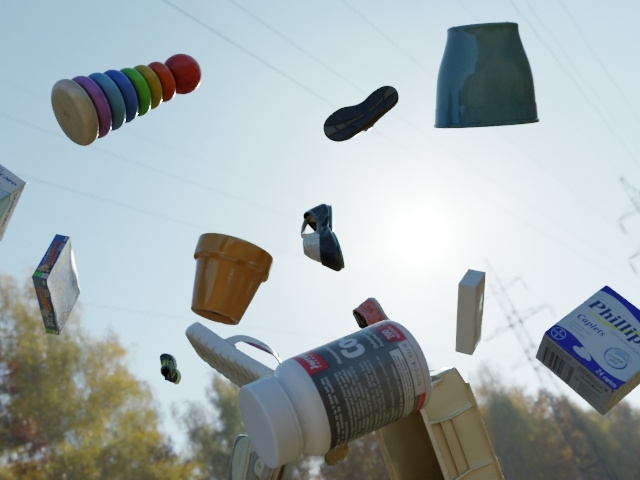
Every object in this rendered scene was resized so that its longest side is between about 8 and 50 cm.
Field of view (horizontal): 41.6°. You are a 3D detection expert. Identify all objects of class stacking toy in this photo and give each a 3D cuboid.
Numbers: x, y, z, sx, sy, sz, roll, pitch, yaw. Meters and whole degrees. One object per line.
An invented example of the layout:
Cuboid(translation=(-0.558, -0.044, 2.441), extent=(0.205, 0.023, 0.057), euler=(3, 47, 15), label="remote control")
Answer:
Cuboid(translation=(-0.393, -0.320, 1.783), extent=(0.330, 0.141, 0.141), euler=(-32, -18, -36), label="stacking toy")

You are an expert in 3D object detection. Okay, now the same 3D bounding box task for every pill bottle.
Cuboid(translation=(0.023, 0.247, 1.362), extent=(0.283, 0.161, 0.161), euler=(-19, -26, -25), label="pill bottle")

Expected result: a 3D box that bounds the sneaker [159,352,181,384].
Cuboid(translation=(-0.308, 0.254, 1.698), extent=(0.035, 0.083, 0.031), euler=(26, -74, -45), label="sneaker")

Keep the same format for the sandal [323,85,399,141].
Cuboid(translation=(0.109, -0.318, 2.153), extent=(0.219, 0.090, 0.060), euler=(-33, -25, 16), label="sandal")

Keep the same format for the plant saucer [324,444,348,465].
Cuboid(translation=(0.043, 0.620, 2.470), extent=(0.083, 0.015, 0.084), euler=(-14, -63, -29), label="plant saucer")

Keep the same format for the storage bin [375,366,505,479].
Cuboid(translation=(0.223, 0.402, 1.706), extent=(0.123, 0.261, 0.262), euler=(-18, -5, -22), label="storage bin")

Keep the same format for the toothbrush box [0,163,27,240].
Cuboid(translation=(-0.862, -0.041, 2.003), extent=(0.216, 0.126, 0.295), euler=(-54, 0, 34), label="toothbrush box")

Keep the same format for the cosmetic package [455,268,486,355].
Cuboid(translation=(0.440, 0.211, 2.483), extent=(0.099, 0.060, 0.239), euler=(-46, -39, -53), label="cosmetic package")

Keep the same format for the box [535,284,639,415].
Cuboid(translation=(0.399, 0.151, 1.184), extent=(0.137, 0.126, 0.072), euler=(-32, -35, -24), label="box")

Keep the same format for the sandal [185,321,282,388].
Cuboid(translation=(-0.135, 0.264, 1.809), extent=(0.102, 0.416, 0.169), euler=(-46, -37, -23), label="sandal")

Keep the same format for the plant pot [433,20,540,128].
Cuboid(translation=(0.421, -0.424, 2.161), extent=(0.271, 0.255, 0.272), euler=(-3, 9, 1), label="plant pot")

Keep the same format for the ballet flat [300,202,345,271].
Cuboid(translation=(0.000, 0.000, 2.148), extent=(0.096, 0.280, 0.095), euler=(-9, -61, -1), label="ballet flat")

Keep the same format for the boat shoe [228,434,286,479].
Cuboid(translation=(-0.113, 0.504, 1.460), extent=(0.110, 0.341, 0.122), euler=(3, -31, 3), label="boat shoe")

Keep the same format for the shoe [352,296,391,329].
Cuboid(translation=(0.165, 0.252, 2.417), extent=(0.081, 0.178, 0.063), euler=(-30, -9, -36), label="shoe")

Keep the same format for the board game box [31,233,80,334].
Cuboid(translation=(-0.604, 0.103, 1.936), extent=(0.035, 0.136, 0.201), euler=(11, -42, 4), label="board game box")

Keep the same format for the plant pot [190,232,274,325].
Cuboid(translation=(-0.242, 0.107, 2.147), extent=(0.205, 0.188, 0.205), euler=(15, -19, 5), label="plant pot")
